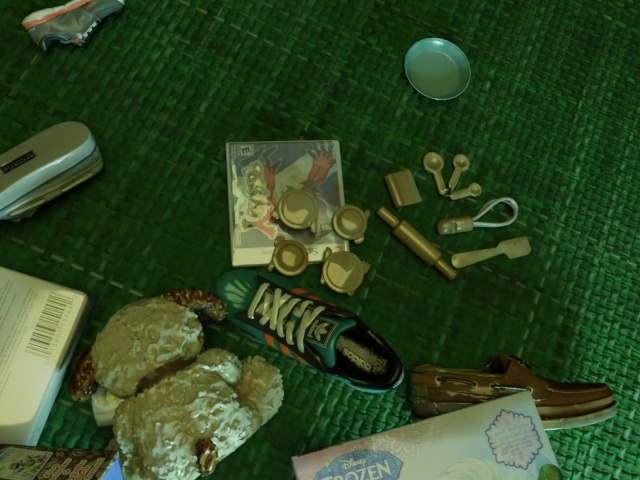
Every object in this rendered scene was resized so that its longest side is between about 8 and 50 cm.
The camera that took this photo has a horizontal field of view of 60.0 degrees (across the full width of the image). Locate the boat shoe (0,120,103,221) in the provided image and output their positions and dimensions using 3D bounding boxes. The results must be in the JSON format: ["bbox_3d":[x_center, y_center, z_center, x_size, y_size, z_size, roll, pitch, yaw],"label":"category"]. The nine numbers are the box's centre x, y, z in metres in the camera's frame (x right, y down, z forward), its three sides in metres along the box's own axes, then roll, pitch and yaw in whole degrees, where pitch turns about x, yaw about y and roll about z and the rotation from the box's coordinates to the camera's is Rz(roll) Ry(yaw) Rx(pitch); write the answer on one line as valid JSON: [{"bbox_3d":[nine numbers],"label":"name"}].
[{"bbox_3d":[-0.436,-0.071,0.783,0.267,0.088,0.096,-38,61,-21],"label":"boat shoe"}]

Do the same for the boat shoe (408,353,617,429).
[{"bbox_3d":[0.282,0.218,0.807,0.307,0.111,0.104,-3,78,-9],"label":"boat shoe"}]

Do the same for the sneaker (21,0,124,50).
[{"bbox_3d":[-0.383,-0.344,0.883,0.158,0.061,0.065,-25,108,-13],"label":"sneaker"}]

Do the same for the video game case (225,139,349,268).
[{"bbox_3d":[-0.052,-0.060,0.870,0.183,0.023,0.201,-3,77,-9],"label":"video game case"}]

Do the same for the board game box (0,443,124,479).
[{"bbox_3d":[-0.354,0.349,0.574,0.291,0.141,0.232,0,109,9],"label":"board game box"}]

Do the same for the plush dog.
[{"bbox_3d":[-0.193,0.180,0.694,0.262,0.210,0.225,-32,82,-14],"label":"plush dog"}]

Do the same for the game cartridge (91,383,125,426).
[{"bbox_3d":[-0.289,0.214,0.772,0.056,0.017,0.083,-7,77,-6],"label":"game cartridge"}]

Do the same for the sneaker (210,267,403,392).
[{"bbox_3d":[-0.016,0.119,0.781,0.302,0.121,0.108,27,74,-1],"label":"sneaker"}]

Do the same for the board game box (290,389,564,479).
[{"bbox_3d":[0.155,0.376,0.657,0.319,0.066,0.318,-13,70,-9],"label":"board game box"}]

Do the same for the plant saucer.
[{"bbox_3d":[0.201,-0.295,0.966,0.119,0.021,0.119,2,76,-9],"label":"plant saucer"}]

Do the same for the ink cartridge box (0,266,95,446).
[{"bbox_3d":[-0.481,0.172,0.720,0.261,0.066,0.296,20,74,-7],"label":"ink cartridge box"}]

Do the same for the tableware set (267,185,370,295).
[{"bbox_3d":[0.000,0.000,0.842,0.169,0.020,0.141,16,76,-6],"label":"tableware set"}]

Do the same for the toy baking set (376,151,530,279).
[{"bbox_3d":[0.220,-0.038,0.902,0.197,0.030,0.256,-42,86,-16],"label":"toy baking set"}]
